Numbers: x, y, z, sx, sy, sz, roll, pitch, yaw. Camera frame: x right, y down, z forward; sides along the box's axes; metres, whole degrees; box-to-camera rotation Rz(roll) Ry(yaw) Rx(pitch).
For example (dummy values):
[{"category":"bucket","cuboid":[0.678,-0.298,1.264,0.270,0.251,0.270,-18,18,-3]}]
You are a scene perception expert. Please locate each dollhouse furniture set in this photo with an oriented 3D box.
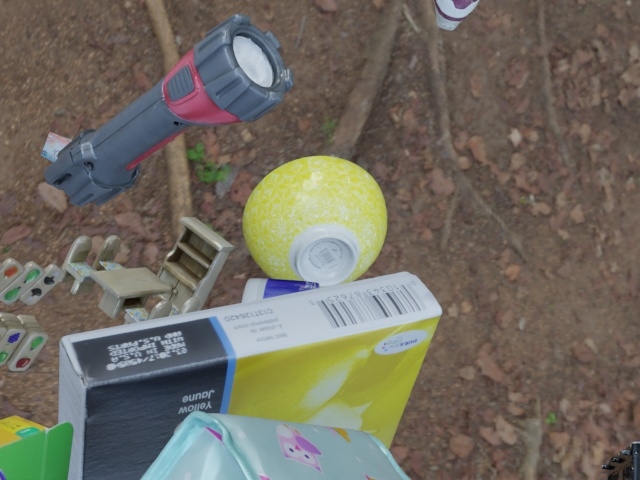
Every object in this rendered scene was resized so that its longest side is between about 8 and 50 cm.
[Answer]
[{"category":"dollhouse furniture set","cuboid":[-0.292,0.053,1.509,0.242,0.212,0.161,-3,124,-62]}]

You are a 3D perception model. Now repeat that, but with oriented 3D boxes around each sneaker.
[{"category":"sneaker","cuboid":[0.144,-0.310,0.898,0.070,0.084,0.185,16,58,-6]}]

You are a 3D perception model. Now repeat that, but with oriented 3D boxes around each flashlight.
[{"category":"flashlight","cuboid":[-0.169,-0.128,0.928,0.103,0.304,0.103,46,39,-21]}]

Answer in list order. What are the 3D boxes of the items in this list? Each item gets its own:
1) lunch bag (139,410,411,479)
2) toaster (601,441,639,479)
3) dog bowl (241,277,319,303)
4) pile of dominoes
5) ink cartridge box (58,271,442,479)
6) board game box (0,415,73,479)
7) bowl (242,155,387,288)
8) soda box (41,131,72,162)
[{"category":"lunch bag","cuboid":[-0.053,0.245,0.515,0.262,0.160,0.223,-53,148,8]},{"category":"toaster","cuboid":[0.315,0.280,0.756,0.110,0.168,0.185,3,70,12]},{"category":"dog bowl","cuboid":[-0.058,0.187,1.215,0.104,0.265,0.264,2,77,1]},{"category":"pile of dominoes","cuboid":[-0.411,0.101,0.937,0.196,0.040,0.251,-53,153,11]},{"category":"ink cartridge box","cuboid":[-0.070,0.181,0.738,0.304,0.307,0.072,-10,40,-29]},{"category":"board game box","cuboid":[-0.223,0.172,0.402,0.259,0.039,0.124,-9,111,-60]},{"category":"bowl","cuboid":[0.000,0.000,1.628,0.290,0.289,0.156,24,26,-23]},{"category":"soda box","cuboid":[-0.564,-0.191,1.937,0.058,0.183,0.063,18,96,-48]}]
